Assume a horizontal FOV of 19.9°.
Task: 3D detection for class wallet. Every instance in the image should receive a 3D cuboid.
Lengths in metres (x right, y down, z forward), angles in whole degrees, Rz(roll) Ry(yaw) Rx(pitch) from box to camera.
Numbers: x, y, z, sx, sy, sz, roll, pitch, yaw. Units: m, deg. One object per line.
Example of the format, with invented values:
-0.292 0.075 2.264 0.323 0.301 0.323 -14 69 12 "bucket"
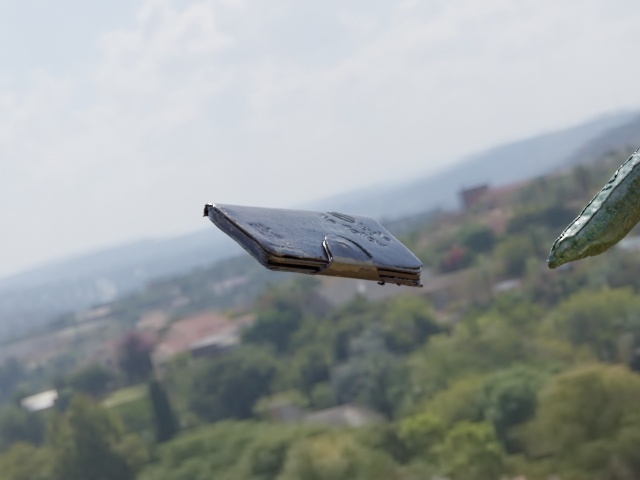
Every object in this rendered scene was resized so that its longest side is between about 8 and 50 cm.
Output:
0.000 0.000 1.840 0.232 0.031 0.122 7 25 -46 "wallet"

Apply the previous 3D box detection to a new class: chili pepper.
0.289 -0.052 1.655 0.227 0.059 0.088 -41 -34 -8 "chili pepper"
